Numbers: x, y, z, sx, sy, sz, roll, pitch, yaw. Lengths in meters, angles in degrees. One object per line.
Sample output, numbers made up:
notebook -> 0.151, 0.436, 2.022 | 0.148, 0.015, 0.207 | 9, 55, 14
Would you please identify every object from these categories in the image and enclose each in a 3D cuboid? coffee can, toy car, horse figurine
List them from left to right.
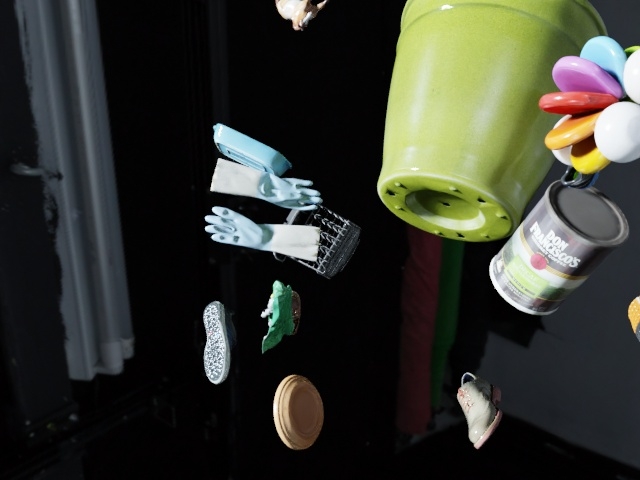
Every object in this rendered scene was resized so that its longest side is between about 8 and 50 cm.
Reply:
horse figurine -> -0.061, -0.700, 1.842 | 0.174, 0.263, 0.066 | -51, -44, 2
coffee can -> 0.559, 0.021, 1.495 | 0.201, 0.201, 0.275 | -36, -20, -39
toy car -> 0.361, -0.187, 0.829 | 0.136, 0.159, 0.182 | 28, -93, -10

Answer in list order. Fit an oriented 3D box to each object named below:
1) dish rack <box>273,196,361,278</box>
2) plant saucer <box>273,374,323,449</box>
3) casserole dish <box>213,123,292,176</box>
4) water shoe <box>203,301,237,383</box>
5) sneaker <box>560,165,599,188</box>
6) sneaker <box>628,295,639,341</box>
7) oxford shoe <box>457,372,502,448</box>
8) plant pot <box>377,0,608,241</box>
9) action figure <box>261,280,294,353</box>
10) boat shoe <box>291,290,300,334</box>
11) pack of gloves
dish rack -> 0.000, 0.000, 1.862 | 0.272, 0.074, 0.208 | 29, -84, -33
plant saucer -> -0.051, 0.469, 1.720 | 0.200, 0.037, 0.199 | 29, -127, -48
casserole dish -> -0.151, -0.185, 1.333 | 0.037, 0.188, 0.114 | -61, -7, -10
water shoe -> -0.227, 0.242, 1.492 | 0.080, 0.073, 0.203 | 29, -135, -47
sneaker -> 0.579, -0.188, 1.365 | 0.078, 0.067, 0.188 | -3, -47, -11
sneaker -> 0.711, 0.125, 1.221 | 0.262, 0.121, 0.099 | 101, 163, -57
oxford shoe -> 0.463, 0.510, 1.901 | 0.123, 0.130, 0.348 | -55, -6, 15
plant pot -> 0.264, -0.199, 1.076 | 0.366, 0.367, 0.352 | 44, -119, -51
action figure -> -0.115, 0.192, 1.705 | 0.137, 0.063, 0.232 | -43, -26, -39
boat shoe -> -0.098, 0.258, 2.235 | 0.064, 0.060, 0.178 | -6, -55, -10
pack of gloves -> -0.114, -0.054, 1.276 | 0.046, 0.232, 0.195 | 115, 165, -55
